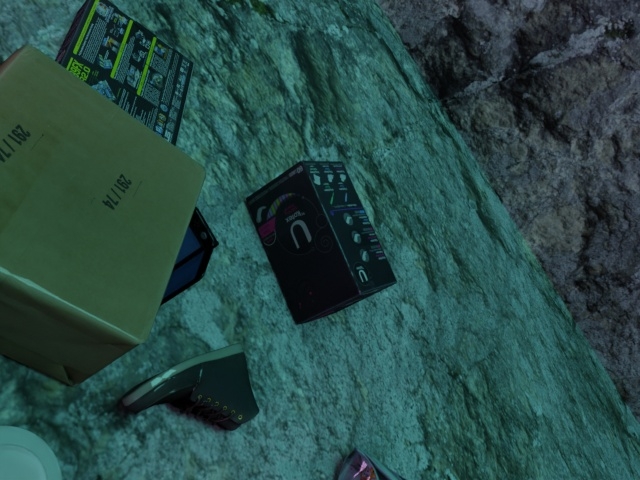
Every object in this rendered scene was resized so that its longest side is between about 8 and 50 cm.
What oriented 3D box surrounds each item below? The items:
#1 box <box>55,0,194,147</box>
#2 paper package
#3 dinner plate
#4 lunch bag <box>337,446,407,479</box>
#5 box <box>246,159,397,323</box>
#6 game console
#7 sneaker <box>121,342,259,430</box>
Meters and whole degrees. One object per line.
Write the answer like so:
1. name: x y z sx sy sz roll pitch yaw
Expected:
1. box: -0.338 -0.271 1.036 0.216 0.060 0.270 31 43 -34
2. paper package: -0.339 -0.034 0.764 0.309 0.168 0.324 36 41 -28
3. dinner plate: -0.347 0.272 0.658 0.141 0.017 0.141 30 46 -36
4. lunch bag: 0.130 0.487 0.977 0.223 0.160 0.262 38 28 -23
5. box: 0.000 0.000 1.164 0.143 0.165 0.270 -10 73 -54
6. game console: -0.219 0.024 0.908 0.107 0.122 0.071 60 33 0
7. sneaker: -0.168 0.227 0.857 0.222 0.083 0.118 -11 75 -55
